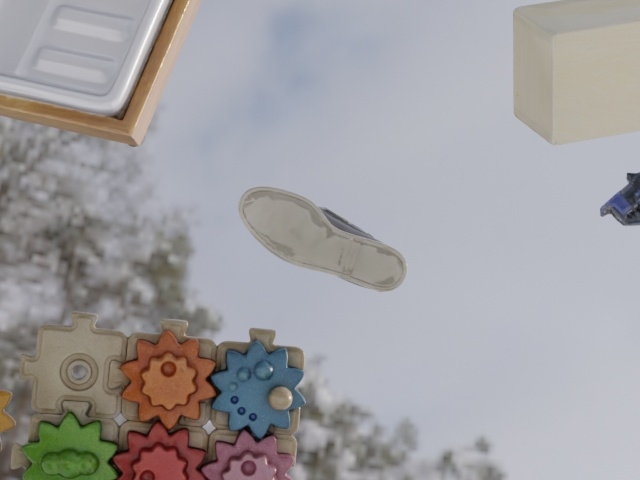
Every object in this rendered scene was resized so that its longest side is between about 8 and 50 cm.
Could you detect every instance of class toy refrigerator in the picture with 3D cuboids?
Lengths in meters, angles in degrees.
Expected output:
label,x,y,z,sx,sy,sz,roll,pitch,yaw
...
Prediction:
label,x,y,z,sx,sy,sz,roll,pitch,yaw
toy refrigerator,0.306,-0.165,1.593,0.269,0.094,0.102,-11,-65,-15

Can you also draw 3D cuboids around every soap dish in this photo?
label,x,y,z,sx,sy,sz,roll,pitch,yaw
soap dish,-0.255,-0.248,2.044,0.229,0.291,0.118,13,-24,18

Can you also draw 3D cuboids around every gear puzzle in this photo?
label,x,y,z,sx,sy,sz,roll,pitch,yaw
gear puzzle,-0.182,0.153,1.588,0.338,0.175,0.044,6,3,-5

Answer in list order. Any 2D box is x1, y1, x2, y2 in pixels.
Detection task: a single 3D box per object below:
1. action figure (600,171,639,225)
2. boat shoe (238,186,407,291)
label,x,y,z,sx,sy,sz,roll,pitch,yaw
action figure,0.460,-0.079,1.973,0.341,0.330,0.178,-33,-8,-3
boat shoe,0.000,0.000,2.070,0.206,0.075,0.065,25,2,-4
